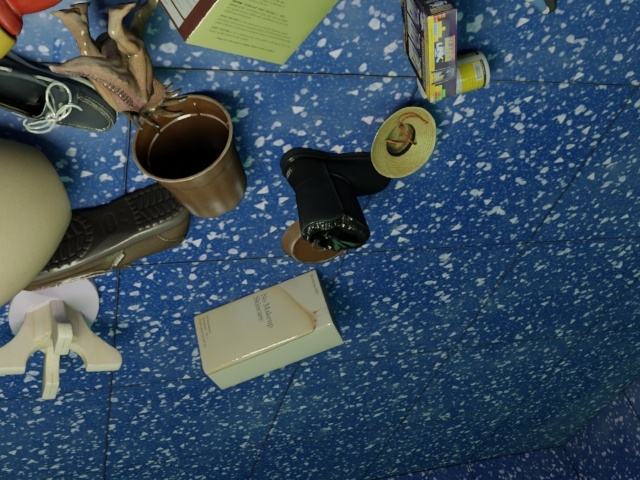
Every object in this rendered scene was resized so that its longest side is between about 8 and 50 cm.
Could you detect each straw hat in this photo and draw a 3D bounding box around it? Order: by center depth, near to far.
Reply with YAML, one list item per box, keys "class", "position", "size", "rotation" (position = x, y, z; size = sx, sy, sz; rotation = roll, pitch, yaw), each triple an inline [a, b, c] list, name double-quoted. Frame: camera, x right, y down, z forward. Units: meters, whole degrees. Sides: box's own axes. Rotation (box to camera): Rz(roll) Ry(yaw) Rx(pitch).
- class: "straw hat"
  position: [0.144, -0.194, 1.365]
  size: [0.145, 0.061, 0.144]
  rotation: [-14, 129, -18]

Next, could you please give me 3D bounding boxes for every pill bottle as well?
- class: "pill bottle"
  position: [0.232, -0.287, 1.280]
  size: [0.116, 0.065, 0.065]
  rotation: [-15, 144, -4]

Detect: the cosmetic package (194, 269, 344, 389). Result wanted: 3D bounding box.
- class: "cosmetic package"
  position: [-0.120, 0.206, 1.686]
  size: [0.310, 0.160, 0.113]
  rotation: [-23, 143, 4]

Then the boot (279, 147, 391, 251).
- class: "boot"
  position: [0.053, -0.069, 1.363]
  size: [0.247, 0.207, 0.094]
  rotation: [5, 137, -30]

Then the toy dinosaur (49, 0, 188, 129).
- class: "toy dinosaur"
  position: [-0.264, -0.223, 0.993]
  size: [0.127, 0.295, 0.200]
  rotation: [-7, 114, 2]

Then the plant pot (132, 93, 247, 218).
- class: "plant pot"
  position: [-0.203, -0.128, 1.224]
  size: [0.167, 0.167, 0.165]
  rotation: [-21, 151, 2]

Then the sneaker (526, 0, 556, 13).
- class: "sneaker"
  position: [0.309, -0.424, 1.143]
  size: [0.081, 0.080, 0.211]
  rotation: [-16, 149, 34]

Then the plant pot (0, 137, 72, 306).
- class: "plant pot"
  position: [-0.502, -0.049, 1.125]
  size: [0.191, 0.284, 0.284]
  rotation: [-31, 152, -31]

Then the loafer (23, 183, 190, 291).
- class: "loafer"
  position: [-0.401, 0.019, 1.336]
  size: [0.366, 0.133, 0.130]
  rotation: [-17, 144, -2]

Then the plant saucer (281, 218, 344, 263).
- class: "plant saucer"
  position: [0.000, 0.000, 1.581]
  size: [0.169, 0.029, 0.168]
  rotation: [-12, 142, -9]

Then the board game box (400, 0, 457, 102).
- class: "board game box"
  position: [0.168, -0.326, 1.137]
  size: [0.048, 0.141, 0.170]
  rotation: [-17, 145, -2]

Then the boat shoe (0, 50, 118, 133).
- class: "boat shoe"
  position: [-0.413, -0.212, 1.077]
  size: [0.095, 0.079, 0.255]
  rotation: [-38, 140, 24]

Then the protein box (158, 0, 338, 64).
- class: "protein box"
  position: [-0.080, -0.357, 0.939]
  size: [0.201, 0.136, 0.200]
  rotation: [-43, 160, 29]

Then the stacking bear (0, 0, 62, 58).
- class: "stacking bear"
  position: [-0.444, -0.291, 0.902]
  size: [0.289, 0.175, 0.164]
  rotation: [-33, 115, -2]

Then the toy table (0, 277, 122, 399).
- class: "toy table"
  position: [-0.539, 0.191, 1.479]
  size: [0.252, 0.160, 0.274]
  rotation: [-5, 143, -18]
